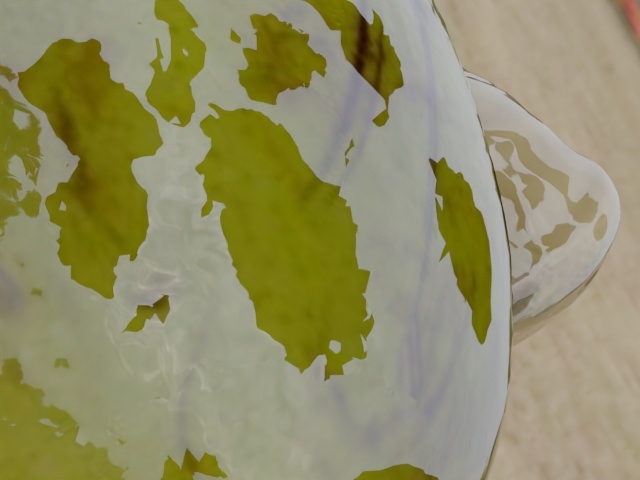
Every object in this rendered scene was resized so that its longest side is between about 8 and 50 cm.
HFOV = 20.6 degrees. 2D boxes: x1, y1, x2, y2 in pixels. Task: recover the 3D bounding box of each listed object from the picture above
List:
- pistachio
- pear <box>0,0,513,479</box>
[{"bbox_3d":[0.000,0.000,0.827,0.162,0.293,0.181,59,35,-39],"label":"pistachio"},{"bbox_3d":[-0.078,0.002,0.487,0.283,0.284,0.283,54,15,-22],"label":"pear"}]
